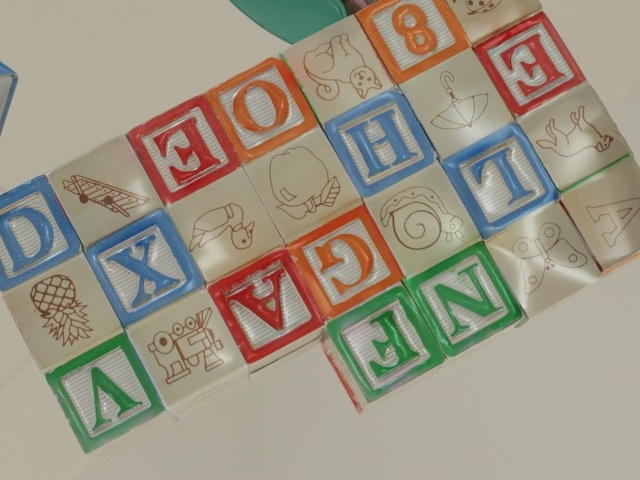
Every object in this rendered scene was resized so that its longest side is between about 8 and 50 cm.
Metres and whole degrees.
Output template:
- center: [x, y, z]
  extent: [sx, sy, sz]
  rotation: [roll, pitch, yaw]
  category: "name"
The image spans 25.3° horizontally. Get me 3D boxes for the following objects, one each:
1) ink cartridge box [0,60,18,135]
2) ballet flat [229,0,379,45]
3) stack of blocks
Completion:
- center: [-0.261, -0.072, 0.722]
  extent: [0.082, 0.190, 0.140]
  rotation: [-26, 148, -53]
  category: "ink cartridge box"
- center: [0.034, -0.157, 1.003]
  extent: [0.079, 0.221, 0.077]
  rotation: [-54, 168, -34]
  category: "ballet flat"
- center: [0.000, 0.000, 0.712]
  extent: [0.297, 0.171, 0.087]
  rotation: [-28, 172, -8]
  category: "stack of blocks"
